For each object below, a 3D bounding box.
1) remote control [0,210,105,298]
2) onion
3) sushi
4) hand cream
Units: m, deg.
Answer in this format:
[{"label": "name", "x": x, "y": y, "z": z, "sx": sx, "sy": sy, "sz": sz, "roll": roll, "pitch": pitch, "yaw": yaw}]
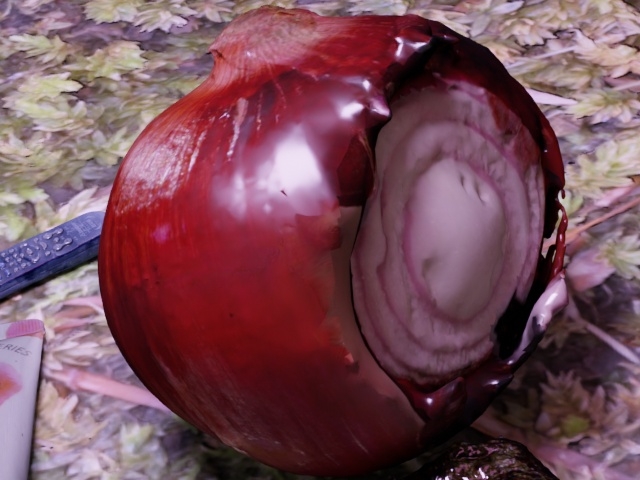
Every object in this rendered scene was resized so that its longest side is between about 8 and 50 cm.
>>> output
[{"label": "remote control", "x": -0.234, "y": 0.019, "z": 1.613, "sx": 0.152, "sy": 0.027, "sz": 0.043, "roll": -24, "pitch": 47, "yaw": -21}, {"label": "onion", "x": 0.005, "y": 0.005, "z": 1.383, "sx": 0.341, "sy": 0.341, "sz": 0.341, "roll": -4, "pitch": 37, "yaw": 3}, {"label": "sushi", "x": 0.089, "y": 0.189, "z": 1.294, "sx": 0.150, "sy": 0.090, "sz": 0.078, "roll": -20, "pitch": 36, "yaw": -16}, {"label": "hand cream", "x": -0.255, "y": 0.153, "z": 1.409, "sx": 0.124, "sy": 0.078, "sz": 0.341, "roll": -9, "pitch": 33, "yaw": -3}]
